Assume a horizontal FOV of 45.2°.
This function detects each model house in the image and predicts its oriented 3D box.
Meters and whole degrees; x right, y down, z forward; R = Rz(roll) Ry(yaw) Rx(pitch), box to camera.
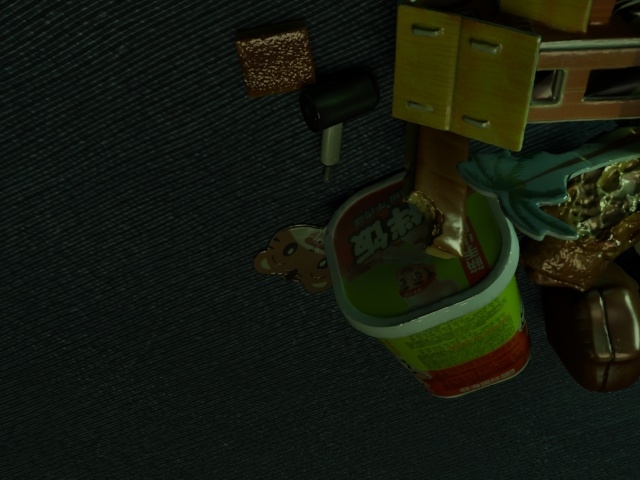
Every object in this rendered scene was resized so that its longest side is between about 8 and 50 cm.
[{"bbox_3d":[0.246,-0.207,0.853,0.324,0.340,0.300,-2,132,1],"label":"model house"}]

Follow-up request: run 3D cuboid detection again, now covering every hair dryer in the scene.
[{"bbox_3d":[0.021,-0.148,1.075,0.100,0.057,0.197,-22,152,-19],"label":"hair dryer"}]

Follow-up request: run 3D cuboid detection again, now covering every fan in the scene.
[{"bbox_3d":[0.000,0.000,1.240,0.152,0.008,0.226,21,128,-24],"label":"fan"}]

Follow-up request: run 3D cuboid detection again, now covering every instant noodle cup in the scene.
[{"bbox_3d":[0.188,0.080,1.181,0.294,0.294,0.308,-21,139,13],"label":"instant noodle cup"}]

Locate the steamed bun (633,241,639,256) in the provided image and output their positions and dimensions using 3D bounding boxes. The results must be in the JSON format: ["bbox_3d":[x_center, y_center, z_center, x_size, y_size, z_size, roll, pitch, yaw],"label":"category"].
[{"bbox_3d":[0.606,-0.015,1.198,0.218,0.144,0.211,-31,129,22],"label":"steamed bun"}]

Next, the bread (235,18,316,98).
[{"bbox_3d":[-0.057,-0.234,0.996,0.094,0.035,0.090,-10,134,3],"label":"bread"}]

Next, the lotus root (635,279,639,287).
[{"bbox_3d":[0.591,0.123,1.297,0.140,0.154,0.257,-39,158,22],"label":"lotus root"}]

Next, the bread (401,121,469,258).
[{"bbox_3d":[0.154,-0.088,1.033,0.088,0.226,0.049,17,156,-22],"label":"bread"}]

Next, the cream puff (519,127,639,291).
[{"bbox_3d":[0.399,-0.048,1.111,0.155,0.241,0.269,45,123,11],"label":"cream puff"}]

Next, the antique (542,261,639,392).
[{"bbox_3d":[0.449,0.133,1.252,0.129,0.223,0.278,-9,169,2],"label":"antique"}]
